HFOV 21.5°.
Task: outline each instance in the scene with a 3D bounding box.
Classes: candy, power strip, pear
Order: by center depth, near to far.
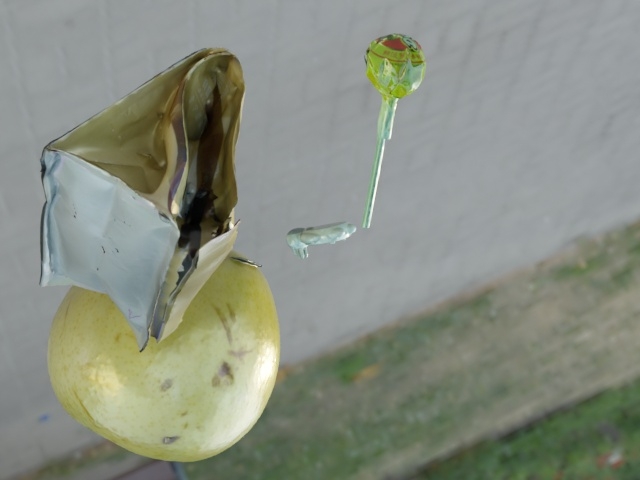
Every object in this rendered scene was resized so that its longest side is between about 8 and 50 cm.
[{"bbox_3d":[0.059,-0.104,1.626,0.058,0.062,0.193,-3,111,-41],"label":"candy"},{"bbox_3d":[0.000,0.000,1.821,0.083,0.035,0.055,-8,-173,38],"label":"power strip"},{"bbox_3d":[-0.202,0.139,2.204,0.309,0.309,0.309,-24,161,-8],"label":"pear"}]

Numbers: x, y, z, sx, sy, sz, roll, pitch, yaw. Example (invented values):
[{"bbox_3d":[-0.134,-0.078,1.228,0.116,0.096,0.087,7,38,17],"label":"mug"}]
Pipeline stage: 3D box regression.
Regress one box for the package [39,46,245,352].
[{"bbox_3d":[-0.148,-0.017,1.680,0.221,0.165,0.311,-35,166,-24],"label":"package"}]
